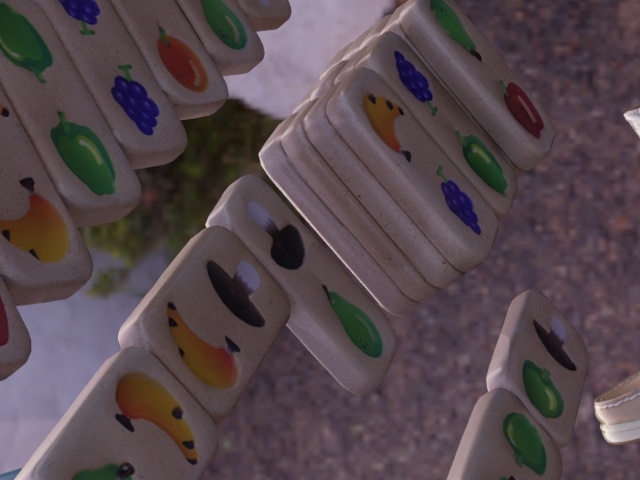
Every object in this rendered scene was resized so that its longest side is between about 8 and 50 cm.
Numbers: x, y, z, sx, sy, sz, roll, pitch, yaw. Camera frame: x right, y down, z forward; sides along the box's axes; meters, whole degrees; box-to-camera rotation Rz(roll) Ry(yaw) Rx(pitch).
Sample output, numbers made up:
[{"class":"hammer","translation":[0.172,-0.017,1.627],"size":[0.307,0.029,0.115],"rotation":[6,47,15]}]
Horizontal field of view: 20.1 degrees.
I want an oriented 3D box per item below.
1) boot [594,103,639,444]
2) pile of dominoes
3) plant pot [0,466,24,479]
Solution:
[{"class":"boot","translation":[0.210,0.000,0.993],"size":[0.165,0.213,0.077],"rotation":[55,-168,-3]},{"class":"pile of dominoes","translation":[0.000,0.000,0.424],"size":[0.040,0.251,0.196],"rotation":[-36,101,27]},{"class":"plant pot","translation":[-0.151,0.187,0.438],"size":[0.166,0.234,0.165],"rotation":[-124,31,-49]}]
